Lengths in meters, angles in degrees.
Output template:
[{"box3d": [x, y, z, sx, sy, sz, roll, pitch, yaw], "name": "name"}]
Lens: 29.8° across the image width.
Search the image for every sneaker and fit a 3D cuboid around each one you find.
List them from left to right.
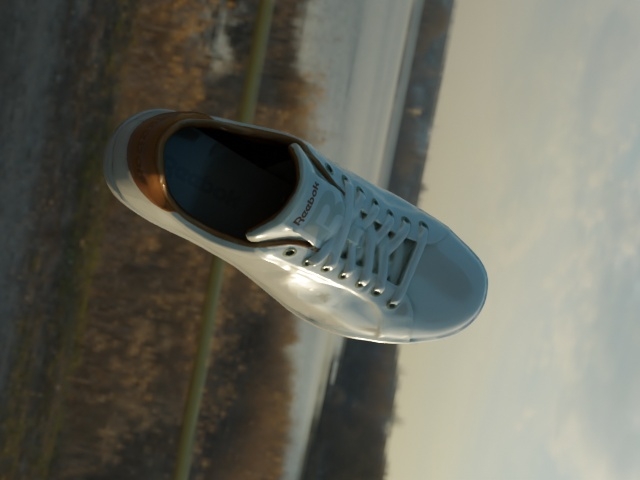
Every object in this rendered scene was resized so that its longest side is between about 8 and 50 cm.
[{"box3d": [0.000, 0.000, 0.791, 0.123, 0.290, 0.106, 4, -107, 69], "name": "sneaker"}]
